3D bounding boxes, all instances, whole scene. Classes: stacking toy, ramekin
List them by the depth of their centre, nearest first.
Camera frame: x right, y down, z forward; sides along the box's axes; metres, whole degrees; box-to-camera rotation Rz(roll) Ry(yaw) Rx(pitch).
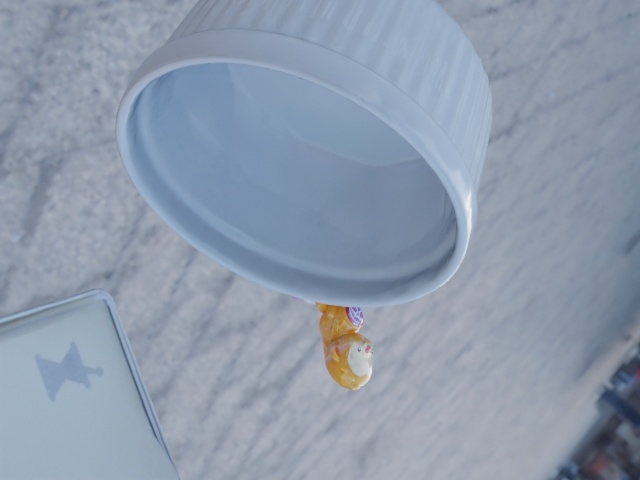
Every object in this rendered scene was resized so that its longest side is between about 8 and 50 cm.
[{"bbox_3d":[-0.001,-0.066,0.761,0.207,0.207,0.109,105,7,-56],"label":"ramekin"},{"bbox_3d":[0.000,0.000,1.295,0.166,0.301,0.175,-25,157,25],"label":"stacking toy"}]

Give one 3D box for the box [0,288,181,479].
[{"bbox_3d":[-0.172,0.127,0.499,0.121,0.148,0.311,-18,177,-38],"label":"box"}]
